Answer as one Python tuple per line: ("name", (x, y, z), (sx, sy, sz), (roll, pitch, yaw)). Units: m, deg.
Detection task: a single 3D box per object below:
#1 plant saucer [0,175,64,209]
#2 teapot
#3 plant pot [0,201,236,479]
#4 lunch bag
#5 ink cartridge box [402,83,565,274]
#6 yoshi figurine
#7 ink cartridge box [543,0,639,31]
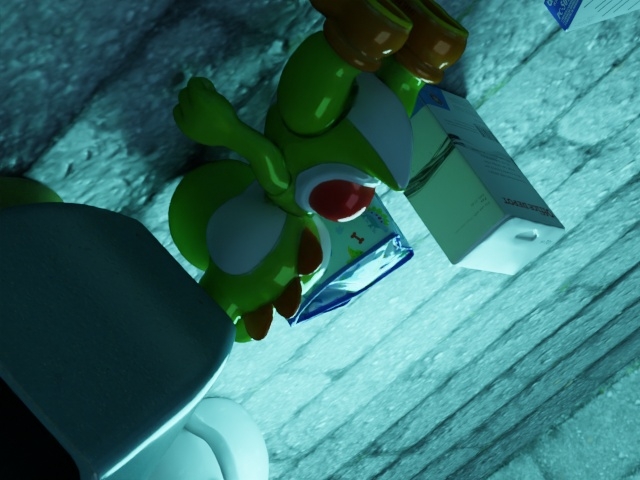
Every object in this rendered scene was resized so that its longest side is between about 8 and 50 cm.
("plant saucer", (-0.329, 0.035, 1.157), (0.241, 0.037, 0.241), (-26, 154, -14))
("teapot", (-0.163, 0.340, 1.729), (0.252, 0.187, 0.256), (-39, 153, 14))
("plant pot", (-0.221, 0.112, 1.112), (0.252, 0.247, 0.248), (-32, 163, -47))
("lunch bag", (0.000, 0.000, 1.356), (0.151, 0.129, 0.096), (-35, 154, 5))
("ink cartridge box", (0.143, -0.064, 1.323), (0.082, 0.191, 0.139), (-43, 153, 23))
("yoshi figurine", (-0.036, -0.082, 1.178), (0.362, 0.203, 0.203), (-59, -173, 21))
("ink cartridge box", (0.332, -0.281, 1.310), (0.207, 0.046, 0.097), (-20, 154, -24))
